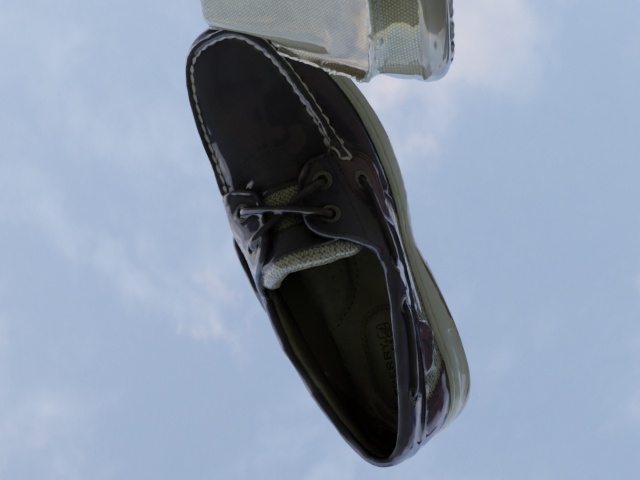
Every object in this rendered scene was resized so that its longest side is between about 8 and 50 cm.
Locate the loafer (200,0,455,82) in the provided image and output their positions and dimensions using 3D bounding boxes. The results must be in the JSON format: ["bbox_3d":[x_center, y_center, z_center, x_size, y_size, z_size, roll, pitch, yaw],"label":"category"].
[{"bbox_3d":[-0.018,-0.140,0.612,0.092,0.102,0.268,-18,-150,-16],"label":"loafer"}]

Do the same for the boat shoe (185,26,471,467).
[{"bbox_3d":[0.000,0.000,0.699,0.103,0.092,0.285,-21,-82,22],"label":"boat shoe"}]
